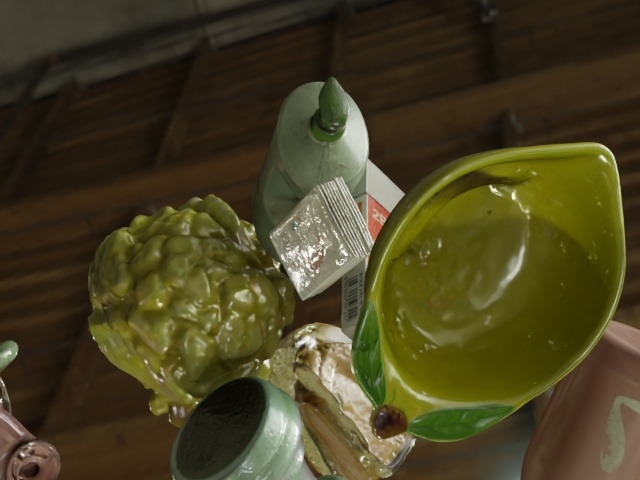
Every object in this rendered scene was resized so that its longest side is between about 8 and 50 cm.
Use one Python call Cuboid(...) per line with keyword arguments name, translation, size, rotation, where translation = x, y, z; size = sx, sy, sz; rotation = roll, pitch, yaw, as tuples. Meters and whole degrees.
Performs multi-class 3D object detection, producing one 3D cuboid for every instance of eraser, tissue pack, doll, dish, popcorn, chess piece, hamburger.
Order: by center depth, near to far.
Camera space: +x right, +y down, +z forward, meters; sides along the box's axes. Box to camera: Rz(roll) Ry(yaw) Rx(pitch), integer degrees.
Cuboid(name="dish", translation=(0.087, 0.021, 0.865), size=(0.207, 0.149, 0.080), rotation=(-49, -158, 2))
Cuboid(name="tissue pack", translation=(0.000, 0.000, 0.983), size=(0.023, 0.056, 0.108), rotation=(-24, 174, -24))
Cuboid(name="chess piece", translation=(-0.011, 0.257, 1.477), size=(0.139, 0.272, 0.139), rotation=(-33, -146, 25))
Cuboid(name="eraser", translation=(0.081, 0.043, 1.524), size=(0.038, 0.157, 0.230), rotation=(-28, -142, 27))
Cuboid(name="popcorn", translation=(-0.130, 0.072, 1.571), size=(0.212, 0.259, 0.259), rotation=(-48, -147, -16))
Cuboid(name="doll", translation=(-0.436, 0.236, 1.735), size=(0.284, 0.216, 0.268), rotation=(-48, -169, -17))
Cuboid(name="hamburger", translation=(0.021, 0.182, 1.789), size=(0.135, 0.207, 0.155), rotation=(-31, -164, 48))

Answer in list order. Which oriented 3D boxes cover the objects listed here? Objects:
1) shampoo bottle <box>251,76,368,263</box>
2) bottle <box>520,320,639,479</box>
Cuboid(name="shampoo bottle", translation=(-0.008, -0.071, 1.413), size=(0.087, 0.118, 0.234), rotation=(0, 157, -11))
Cuboid(name="bottle", translation=(0.327, 0.258, 1.665), size=(0.173, 0.296, 0.206), rotation=(15, -166, -46))
